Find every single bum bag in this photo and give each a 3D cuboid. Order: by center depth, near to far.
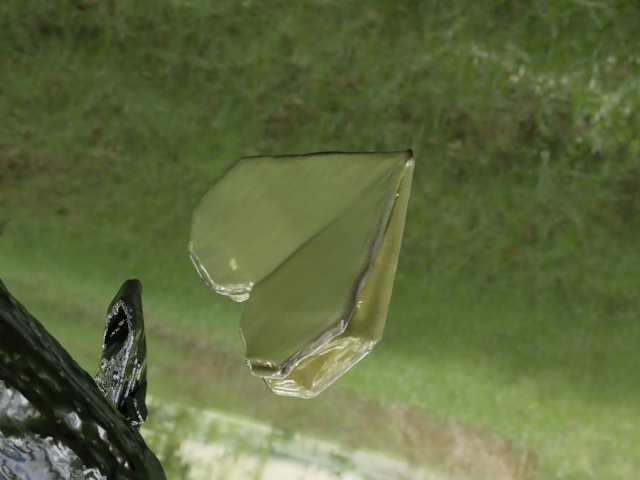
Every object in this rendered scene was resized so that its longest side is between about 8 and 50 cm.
[{"bbox_3d":[-0.226,0.195,1.448,0.074,0.310,0.137,12,177,-4],"label":"bum bag"}]

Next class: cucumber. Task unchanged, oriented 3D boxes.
[{"bbox_3d":[-0.139,0.049,0.548,0.062,0.078,0.211,-12,126,27],"label":"cucumber"}]

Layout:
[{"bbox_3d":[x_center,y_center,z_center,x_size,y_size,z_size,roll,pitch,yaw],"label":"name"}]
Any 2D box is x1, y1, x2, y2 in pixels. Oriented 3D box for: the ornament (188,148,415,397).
[{"bbox_3d":[0.000,0.000,0.935,0.059,0.180,0.201,43,-170,-40],"label":"ornament"}]
